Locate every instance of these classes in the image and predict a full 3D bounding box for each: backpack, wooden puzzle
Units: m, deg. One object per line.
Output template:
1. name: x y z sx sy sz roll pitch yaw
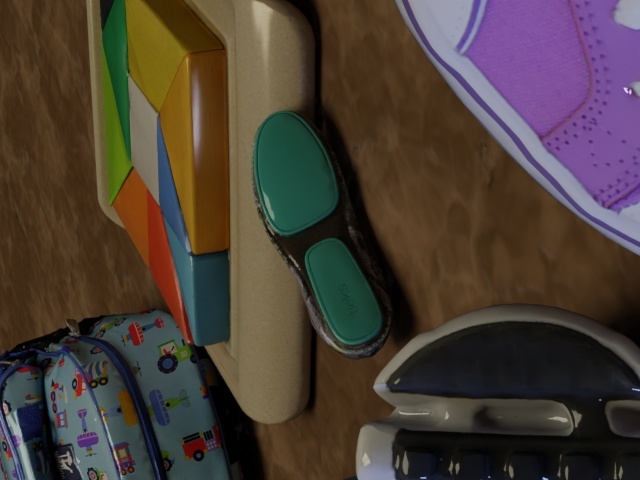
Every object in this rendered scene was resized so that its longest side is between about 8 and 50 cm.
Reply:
1. backpack: -0.116 0.119 0.914 0.173 0.117 0.158 -16 88 64
2. wooden puzzle: -0.073 -0.053 0.812 0.238 0.044 0.221 45 141 51

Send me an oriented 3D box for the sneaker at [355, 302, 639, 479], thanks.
1. sneaker: 0.063 0.161 0.489 0.118 0.110 0.292 -17 -66 -78

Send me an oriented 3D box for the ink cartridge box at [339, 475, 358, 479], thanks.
1. ink cartridge box: -0.010 0.266 0.637 0.270 0.198 0.197 64 152 27

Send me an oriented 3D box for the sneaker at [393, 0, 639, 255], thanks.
1. sneaker: 0.059 -0.090 0.294 0.282 0.102 0.161 55 175 -21

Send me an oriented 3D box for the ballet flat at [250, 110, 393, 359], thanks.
1. ballet flat: 0.000 0.000 0.684 0.041 0.041 0.114 121 133 -58
